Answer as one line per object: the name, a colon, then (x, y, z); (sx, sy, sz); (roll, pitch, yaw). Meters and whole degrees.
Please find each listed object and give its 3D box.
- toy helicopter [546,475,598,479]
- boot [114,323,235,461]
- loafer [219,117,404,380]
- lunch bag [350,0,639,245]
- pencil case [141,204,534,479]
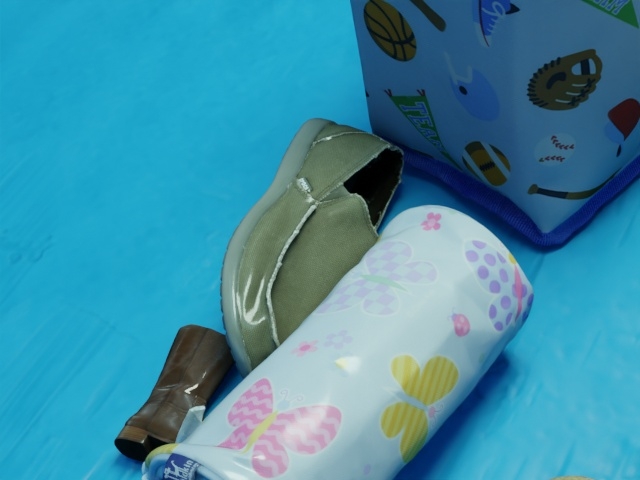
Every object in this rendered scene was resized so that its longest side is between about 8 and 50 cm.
toy helicopter: (0.275, 0.156, 0.683); (0.355, 0.140, 0.235); (-16, 53, 15)
boot: (-0.074, 0.107, 0.867); (0.106, 0.037, 0.114); (11, 46, 22)
loafer: (0.000, 0.000, 0.904); (0.087, 0.094, 0.251); (1, 47, 22)
lunch bag: (0.220, -0.240, 0.912); (0.385, 0.328, 0.239); (-39, 54, -24)
pencil case: (0.016, 0.092, 0.780); (0.124, 0.113, 0.273); (6, 39, 46)
